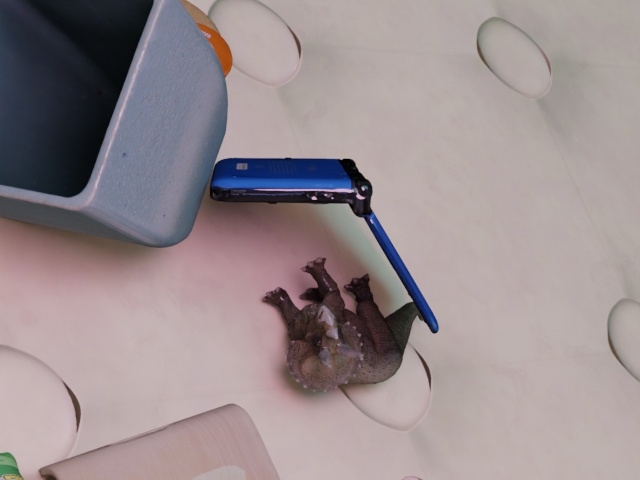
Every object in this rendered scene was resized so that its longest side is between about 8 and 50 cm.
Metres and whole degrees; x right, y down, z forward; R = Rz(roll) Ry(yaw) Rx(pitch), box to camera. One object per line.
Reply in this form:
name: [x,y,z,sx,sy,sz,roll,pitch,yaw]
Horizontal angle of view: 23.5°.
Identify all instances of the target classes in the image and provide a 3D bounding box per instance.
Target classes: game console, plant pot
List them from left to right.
plant pot: [-0.237,-0.116,1.632,0.252,0.247,0.247,40,64,-57]
game console: [0.000,0.000,1.782,0.250,0.293,0.173,0,97,-3]

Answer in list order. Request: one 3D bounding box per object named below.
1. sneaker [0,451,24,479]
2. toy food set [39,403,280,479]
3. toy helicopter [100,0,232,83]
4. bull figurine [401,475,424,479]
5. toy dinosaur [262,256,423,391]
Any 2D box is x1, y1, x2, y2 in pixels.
sneaker: [-0.407,0.219,1.406,0.295,0.109,0.123,17,28,-26]
toy food set: [-0.129,0.329,1.551,0.220,0.092,0.306,-15,68,-31]
toy helicopter: [-0.279,-0.275,1.829,0.355,0.140,0.235,14,51,-26]
bull figurine: [0.170,0.406,1.705,0.188,0.101,0.310,-4,63,-42]
toy dinosaur: [0.030,0.114,1.815,0.313,0.121,0.160,22,41,-60]
